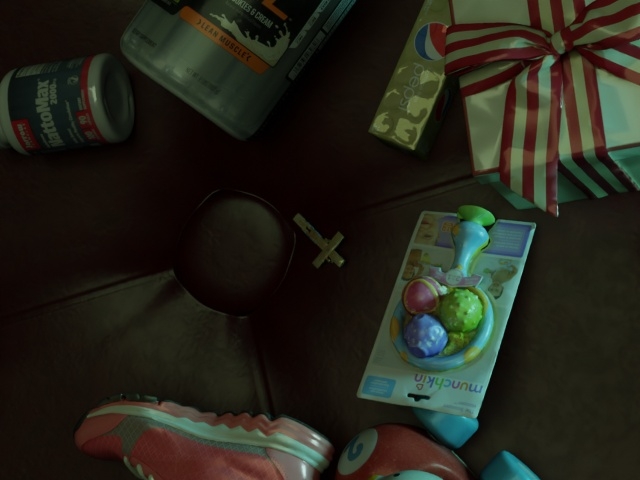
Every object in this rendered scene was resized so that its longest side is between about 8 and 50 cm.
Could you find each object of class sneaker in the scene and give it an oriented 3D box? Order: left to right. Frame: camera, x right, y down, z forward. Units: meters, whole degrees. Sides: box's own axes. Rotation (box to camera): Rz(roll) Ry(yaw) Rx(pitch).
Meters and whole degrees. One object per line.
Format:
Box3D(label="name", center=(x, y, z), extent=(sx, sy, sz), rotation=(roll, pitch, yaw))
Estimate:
Box3D(label="sneaker", center=(-0.145, 0.252, 1.699), extent=(0.313, 0.116, 0.136), rotation=(3, 65, 25))

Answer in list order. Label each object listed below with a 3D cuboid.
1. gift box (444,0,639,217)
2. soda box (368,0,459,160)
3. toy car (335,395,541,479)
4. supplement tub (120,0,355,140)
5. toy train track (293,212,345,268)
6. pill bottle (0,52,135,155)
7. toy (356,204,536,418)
Box3D(label="gift box", center=(0.278, -0.156, 1.581), extent=(0.255, 0.258, 0.276), rotation=(-15, 76, 15))
Box3D(label="soda box", center=(0.121, -0.186, 1.742), extent=(0.061, 0.058, 0.181), rotation=(23, 88, 20))
Box3D(label="toy car", center=(0.085, 0.274, 1.582), extent=(0.219, 0.238, 0.210), rotation=(-47, 71, 5))
Box3D(label="supplement tub", center=(-0.065, -0.287, 1.747), extent=(0.193, 0.193, 0.316), rotation=(36, 93, 20))
Box3D(label="toy train track", center=(0.000, 0.000, 1.774), extent=(0.083, 0.014, 0.048), rotation=(46, 103, 25))
Box3D(label="pill bottle", center=(-0.322, -0.157, 1.853), extent=(0.180, 0.108, 0.108), rotation=(-8, 79, 17))
Box3D(label="toy", center=(0.130, 0.063, 1.653), extent=(0.136, 0.056, 0.237), rotation=(7, 58, 26))
